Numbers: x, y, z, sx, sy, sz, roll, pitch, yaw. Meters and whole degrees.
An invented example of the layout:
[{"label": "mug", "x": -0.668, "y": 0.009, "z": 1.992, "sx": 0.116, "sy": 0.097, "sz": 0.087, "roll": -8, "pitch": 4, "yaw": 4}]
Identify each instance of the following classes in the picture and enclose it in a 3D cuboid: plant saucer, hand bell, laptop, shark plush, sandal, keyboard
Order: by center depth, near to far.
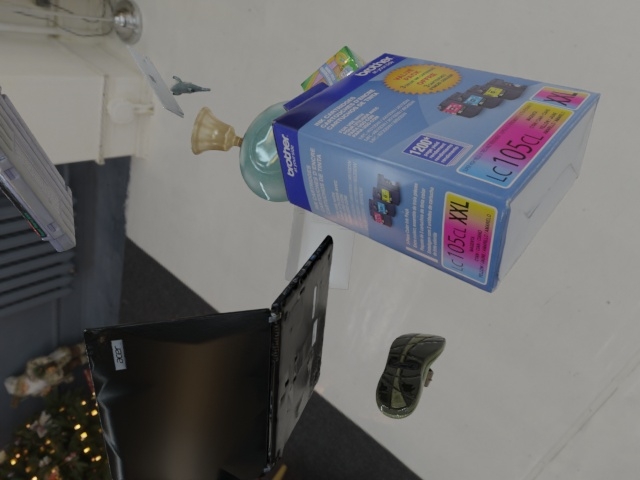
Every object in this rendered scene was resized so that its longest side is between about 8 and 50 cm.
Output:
[{"label": "laptop", "x": -0.095, "y": 0.135, "z": 0.515, "sx": 0.136, "sy": 0.264, "sz": 0.234, "roll": 13, "pitch": 119, "yaw": 15}, {"label": "plant saucer", "x": -0.075, "y": -0.168, "z": 0.836, "sx": 0.194, "sy": 0.037, "sz": 0.195, "roll": -3, "pitch": 83, "yaw": 24}, {"label": "sandal", "x": 0.207, "y": 0.310, "z": 1.067, "sx": 0.120, "sy": 0.303, "sz": 0.086, "roll": 4, "pitch": 117, "yaw": 31}, {"label": "hand bell", "x": -0.194, "y": -0.249, "z": 1.177, "sx": 0.241, "sy": 0.126, "sz": 0.126, "roll": 16, "pitch": 118, "yaw": 2}, {"label": "keyboard", "x": -0.442, "y": -0.425, "z": 1.221, "sx": 0.014, "sy": 0.072, "sz": 0.256, "roll": -43, "pitch": 67, "yaw": 20}, {"label": "shark plush", "x": -0.522, "y": -0.596, "z": 1.824, "sx": 0.067, "sy": 0.161, "sz": 0.073, "roll": 43, "pitch": 119, "yaw": 50}]

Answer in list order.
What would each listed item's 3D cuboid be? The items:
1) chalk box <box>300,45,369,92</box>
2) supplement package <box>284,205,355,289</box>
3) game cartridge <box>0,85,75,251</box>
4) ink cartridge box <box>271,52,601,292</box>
[{"label": "chalk box", "x": 0.080, "y": -0.422, "z": 1.246, "sx": 0.213, "sy": 0.132, "sz": 0.132, "roll": -33, "pitch": 69, "yaw": 25}, {"label": "supplement package", "x": 0.000, "y": 0.000, "z": 1.487, "sx": 0.175, "sy": 0.177, "sz": 0.293, "roll": -176, "pitch": 94, "yaw": -73}, {"label": "game cartridge", "x": -0.683, "y": -0.158, "z": 1.067, "sx": 0.355, "sy": 0.068, "sz": 0.230, "roll": 85, "pitch": 166, "yaw": -51}, {"label": "ink cartridge box", "x": 0.124, "y": -0.131, "z": 0.647, "sx": 0.395, "sy": 0.270, "sz": 0.151, "roll": 25, "pitch": 142, "yaw": 34}]
